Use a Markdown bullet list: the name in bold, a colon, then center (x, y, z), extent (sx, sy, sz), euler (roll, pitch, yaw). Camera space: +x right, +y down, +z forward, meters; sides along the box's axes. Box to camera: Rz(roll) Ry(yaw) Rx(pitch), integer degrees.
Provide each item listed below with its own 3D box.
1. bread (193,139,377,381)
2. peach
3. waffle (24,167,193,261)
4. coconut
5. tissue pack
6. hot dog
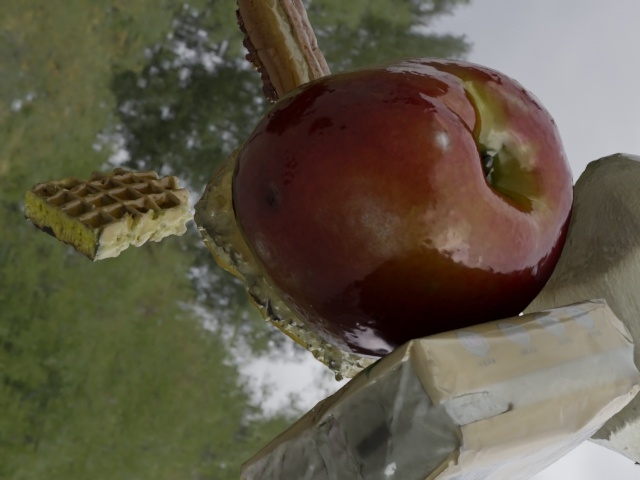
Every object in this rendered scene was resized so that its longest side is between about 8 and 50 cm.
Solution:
- **bread**: center (0.000, 0.000, 1.098), extent (0.174, 0.245, 0.121), euler (-45, 169, -5)
- **peach**: center (0.048, -0.019, 0.833), extent (0.243, 0.243, 0.200), euler (-34, -130, 54)
- **waffle**: center (-0.266, -0.045, 1.637), extent (0.160, 0.210, 0.055), euler (28, -59, 36)
- **coconut**: center (0.294, 0.051, 1.057), extent (0.237, 0.237, 0.266), euler (-35, -110, 53)
- **tissue pack**: center (0.081, 0.119, 0.760), extent (0.186, 0.222, 0.090), euler (-43, -112, 37)
- **hot dog**: center (-0.039, -0.200, 1.336), extent (0.076, 0.102, 0.249), euler (-26, -105, 16)
